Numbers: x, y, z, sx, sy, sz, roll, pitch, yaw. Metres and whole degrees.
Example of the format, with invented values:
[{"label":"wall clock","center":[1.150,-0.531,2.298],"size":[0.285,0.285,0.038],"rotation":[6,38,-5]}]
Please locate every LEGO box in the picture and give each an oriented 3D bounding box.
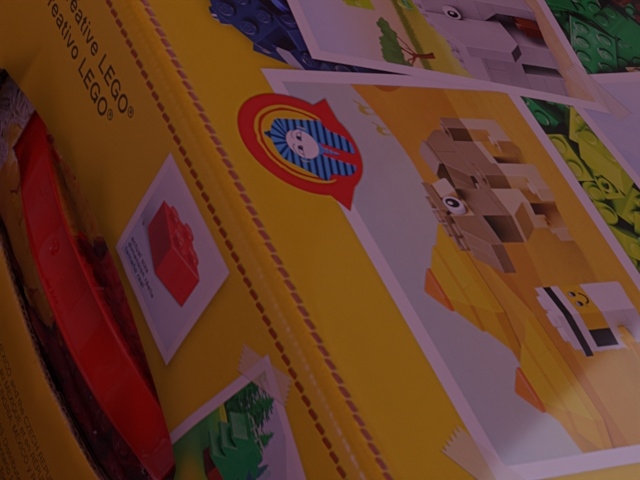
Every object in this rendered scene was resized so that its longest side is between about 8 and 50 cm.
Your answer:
[{"label":"LEGO box","center":[0.054,0.015,0.648],"size":[0.372,0.193,0.500],"rotation":[0,50,-39]}]
